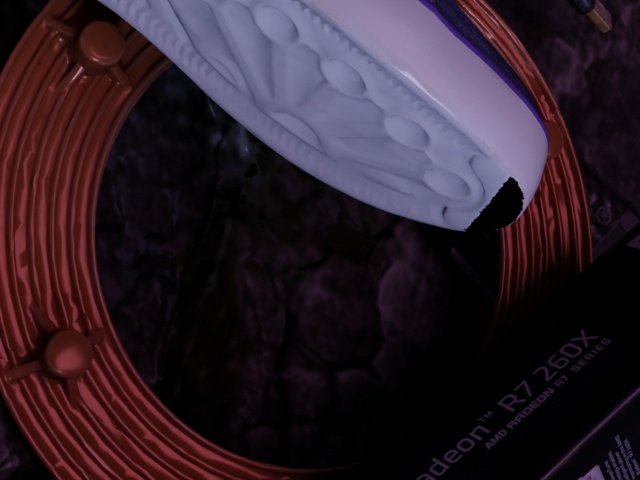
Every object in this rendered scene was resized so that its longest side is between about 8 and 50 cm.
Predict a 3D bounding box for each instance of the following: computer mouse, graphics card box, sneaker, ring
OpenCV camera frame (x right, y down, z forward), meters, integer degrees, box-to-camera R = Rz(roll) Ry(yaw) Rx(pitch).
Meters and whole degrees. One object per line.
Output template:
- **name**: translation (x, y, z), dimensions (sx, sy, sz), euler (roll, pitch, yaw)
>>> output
- **computer mouse**: translation (0.119, -0.056, 0.794), dimensions (0.262, 0.060, 0.184), euler (45, 67, -13)
- **graphics card box**: translation (0.099, 0.183, 0.663), dimensions (0.371, 0.094, 0.232), euler (-38, 122, -19)
- **sneaker**: translation (0.006, -0.180, 0.619), dimensions (0.323, 0.130, 0.236), euler (35, 65, 1)
- **ring**: translation (0.000, 0.000, 0.674), dimensions (0.337, 0.032, 0.336), euler (4, 82, -26)
